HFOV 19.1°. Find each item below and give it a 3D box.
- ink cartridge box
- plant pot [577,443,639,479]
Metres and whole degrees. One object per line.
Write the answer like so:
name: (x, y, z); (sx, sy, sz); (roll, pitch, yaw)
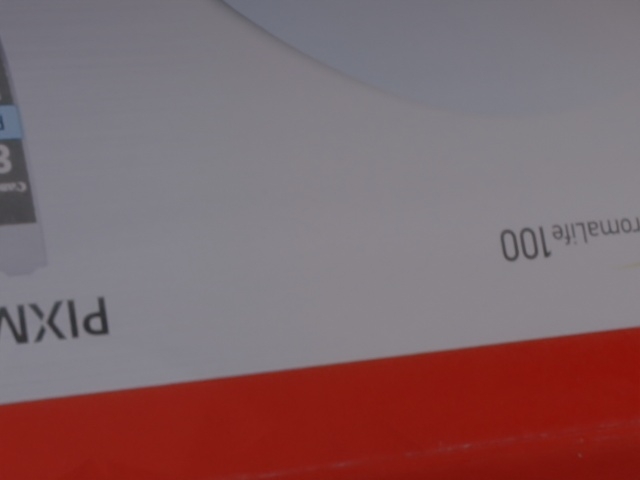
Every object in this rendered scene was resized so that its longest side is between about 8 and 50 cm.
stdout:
ink cartridge box: (0.000, 0.000, 0.594); (0.308, 0.385, 0.091); (-5, 132, -25)
plant pot: (0.016, 0.135, 0.708); (0.205, 0.205, 0.188); (-8, 113, -24)
